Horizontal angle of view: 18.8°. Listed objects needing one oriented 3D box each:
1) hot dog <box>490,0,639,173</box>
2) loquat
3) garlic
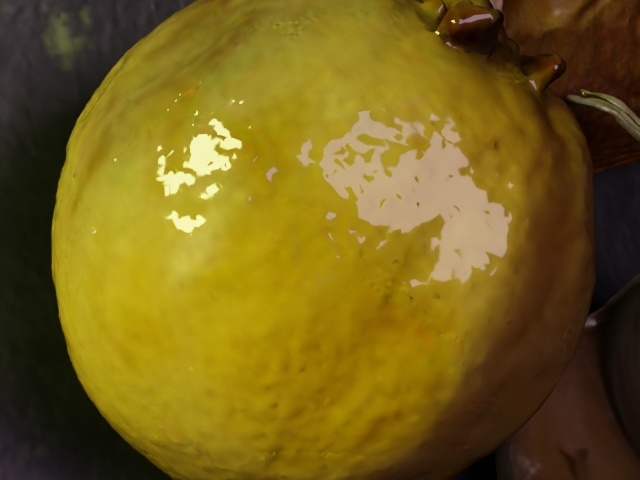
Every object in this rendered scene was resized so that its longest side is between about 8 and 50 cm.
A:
[{"bbox_3d":[0.135,-0.133,0.956,0.272,0.122,0.196,-15,91,-39],"label":"hot dog"},{"bbox_3d":[0.000,0.000,0.790,0.238,0.193,0.238,-1,104,-3],"label":"loquat"},{"bbox_3d":[0.183,0.064,0.878,0.207,0.207,0.257,-43,128,-32],"label":"garlic"}]
